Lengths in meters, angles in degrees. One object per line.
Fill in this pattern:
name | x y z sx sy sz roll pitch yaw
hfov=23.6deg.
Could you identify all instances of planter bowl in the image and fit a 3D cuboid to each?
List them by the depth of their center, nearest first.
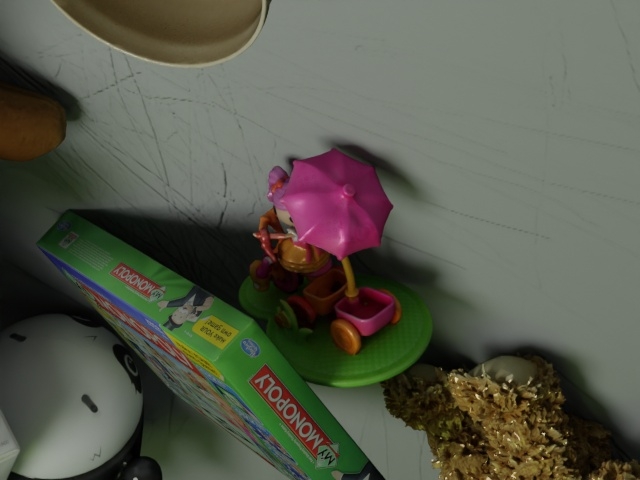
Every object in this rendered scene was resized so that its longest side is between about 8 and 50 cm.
planter bowl | -0.087 -0.199 0.916 0.162 0.109 0.162 17 145 12

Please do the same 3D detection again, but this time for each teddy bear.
teddy bear | 0.185 0.214 1.294 0.245 0.113 0.338 2 139 34

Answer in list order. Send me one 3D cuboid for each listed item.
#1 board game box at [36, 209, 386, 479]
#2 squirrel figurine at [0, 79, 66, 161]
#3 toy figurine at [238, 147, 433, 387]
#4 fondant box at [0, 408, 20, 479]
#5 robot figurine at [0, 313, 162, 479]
board game box | -0.093 0.098 1.249 0.317 0.046 0.213 26 159 54
squirrel figurine | -0.445 0.025 1.155 0.397 0.281 0.370 20 104 15
toy figurine | 0.000 0.000 1.152 0.173 0.130 0.159 28 139 37
fondant box | -0.397 0.106 1.375 0.330 0.096 0.238 60 149 17
robot figurine | -0.255 0.185 1.480 0.209 0.173 0.278 2 146 -8
